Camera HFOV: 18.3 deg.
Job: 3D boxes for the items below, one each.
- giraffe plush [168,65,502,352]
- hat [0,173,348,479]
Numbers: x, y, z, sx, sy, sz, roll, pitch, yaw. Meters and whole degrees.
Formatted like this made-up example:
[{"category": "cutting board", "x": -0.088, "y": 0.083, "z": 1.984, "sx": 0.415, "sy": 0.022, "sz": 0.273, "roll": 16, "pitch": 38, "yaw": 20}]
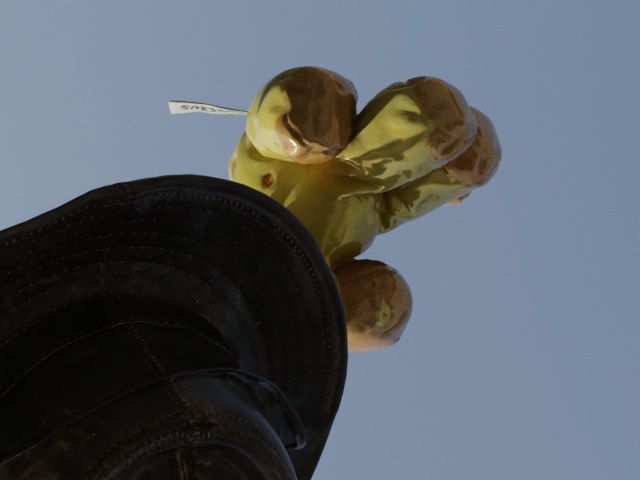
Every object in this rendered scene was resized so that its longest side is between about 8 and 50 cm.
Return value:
[{"category": "giraffe plush", "x": 0.000, "y": 0.000, "z": 1.216, "sx": 0.210, "sy": 0.181, "sz": 0.170, "roll": 0, "pitch": -104, "yaw": 20}, {"category": "hat", "x": -0.090, "y": 0.140, "z": 0.923, "sx": 0.331, "sy": 0.331, "sz": 0.134, "roll": -43, "pitch": -131, "yaw": -4}]
